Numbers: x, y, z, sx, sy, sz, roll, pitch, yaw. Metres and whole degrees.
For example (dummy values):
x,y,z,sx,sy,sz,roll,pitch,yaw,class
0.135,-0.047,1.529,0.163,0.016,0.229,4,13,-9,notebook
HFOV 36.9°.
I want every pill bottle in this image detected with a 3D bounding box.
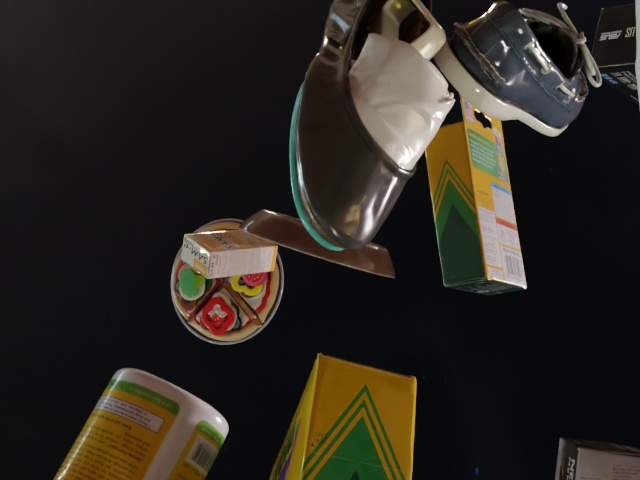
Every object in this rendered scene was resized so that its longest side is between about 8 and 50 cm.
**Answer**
x,y,z,sx,sy,sz,roll,pitch,yaw,class
-0.206,0.266,0.971,0.136,0.136,0.245,16,-115,26,pill bottle

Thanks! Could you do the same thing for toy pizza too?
x,y,z,sx,sy,sz,roll,pitch,yaw,class
-0.154,0.064,1.517,0.201,0.201,0.032,13,179,23,toy pizza

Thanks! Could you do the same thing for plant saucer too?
x,y,z,sx,sy,sz,roll,pitch,yaw,class
0.000,0.000,0.976,0.168,0.029,0.168,17,-177,-1,plant saucer

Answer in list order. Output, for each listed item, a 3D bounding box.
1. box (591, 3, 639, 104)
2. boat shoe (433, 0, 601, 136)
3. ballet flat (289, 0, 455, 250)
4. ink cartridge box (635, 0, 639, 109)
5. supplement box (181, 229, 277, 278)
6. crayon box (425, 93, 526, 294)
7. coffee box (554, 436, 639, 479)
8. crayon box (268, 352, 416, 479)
x,y,z,sx,sy,sz,roll,pitch,yaw,class
0.420,-0.200,1.085,0.147,0.180,0.077,5,-102,50,box
0.179,-0.149,0.791,0.254,0.079,0.095,2,-127,-55,boat shoe
0.040,-0.113,0.670,0.096,0.095,0.280,-31,-147,30,ballet flat
0.169,-0.043,0.331,0.067,0.115,0.198,7,-115,-9,ink cartridge box
-0.110,0.015,1.161,0.098,0.036,0.062,-6,-155,-39,supplement box
0.267,-0.074,1.671,0.083,0.203,0.323,-12,-103,29,crayon box
0.391,0.438,1.352,0.119,0.168,0.297,8,-95,7,coffee box
-0.012,0.336,0.912,0.106,0.363,0.313,12,-129,-6,crayon box
